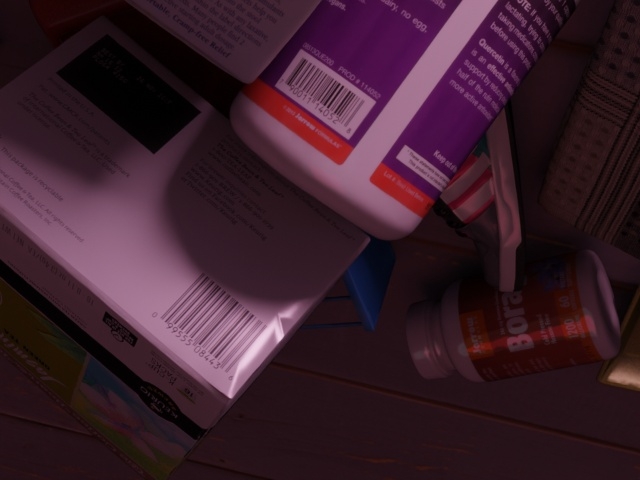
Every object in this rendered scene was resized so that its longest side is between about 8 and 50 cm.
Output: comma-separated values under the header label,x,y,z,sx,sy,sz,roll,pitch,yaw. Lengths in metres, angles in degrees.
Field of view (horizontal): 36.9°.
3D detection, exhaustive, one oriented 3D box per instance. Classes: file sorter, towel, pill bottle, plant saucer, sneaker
label,x,y,z,sx,sy,sz,roll,pitch,yaw
file sorter,0.000,0.000,1.043,0.104,0.118,0.170,-6,128,25
towel,0.361,-0.070,0.830,0.312,0.056,0.324,31,146,17
pill bottle,0.210,0.091,1.062,0.216,0.121,0.121,-16,124,25
pill bottle,0.083,-0.172,0.761,0.181,0.181,0.323,35,96,-15
plant saucer,-0.139,-0.167,0.981,0.258,0.048,0.259,-12,127,24
plant saucer,0.425,0.103,1.068,0.188,0.045,0.188,12,132,4
sneaker,0.105,-0.067,0.948,0.178,0.124,0.296,-7,120,14

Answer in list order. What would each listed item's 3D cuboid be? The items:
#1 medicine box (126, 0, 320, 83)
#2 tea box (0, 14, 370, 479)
label,x,y,z,sx,sy,sz,roll,pitch,yaw
medicine box,-0.004,-0.307,0.677,0.149,0.263,0.289,33,130,-15
tea box,-0.185,0.028,0.942,0.329,0.220,0.323,40,148,3
